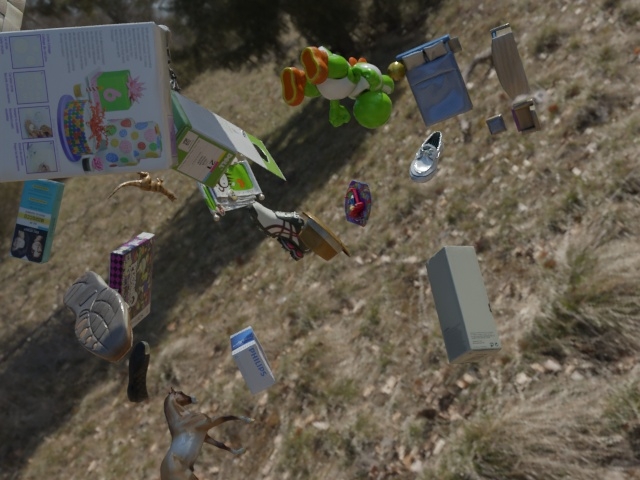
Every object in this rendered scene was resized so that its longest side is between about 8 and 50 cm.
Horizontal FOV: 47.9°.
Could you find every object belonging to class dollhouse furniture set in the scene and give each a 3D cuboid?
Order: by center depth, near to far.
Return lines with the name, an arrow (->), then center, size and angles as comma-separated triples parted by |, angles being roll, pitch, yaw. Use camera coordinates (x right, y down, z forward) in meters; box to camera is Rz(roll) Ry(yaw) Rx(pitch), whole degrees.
dollhouse furniture set -> 0.336, -0.338, 1.706 | 0.303, 0.286, 0.198 | -17, 17, 19

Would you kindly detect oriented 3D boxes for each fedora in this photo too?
fedora -> 0.000, 0.000, 2.101 | 0.079, 0.194, 0.194 | -46, 12, -2

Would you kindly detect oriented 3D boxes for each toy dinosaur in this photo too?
toy dinosaur -> -0.491, -0.159, 2.001 | 0.064, 0.212, 0.112 | -51, 48, 32

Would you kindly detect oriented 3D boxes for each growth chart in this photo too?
growth chart -> -0.256, -0.156, 1.999 | 0.021, 0.172, 0.237 | -33, -3, 38

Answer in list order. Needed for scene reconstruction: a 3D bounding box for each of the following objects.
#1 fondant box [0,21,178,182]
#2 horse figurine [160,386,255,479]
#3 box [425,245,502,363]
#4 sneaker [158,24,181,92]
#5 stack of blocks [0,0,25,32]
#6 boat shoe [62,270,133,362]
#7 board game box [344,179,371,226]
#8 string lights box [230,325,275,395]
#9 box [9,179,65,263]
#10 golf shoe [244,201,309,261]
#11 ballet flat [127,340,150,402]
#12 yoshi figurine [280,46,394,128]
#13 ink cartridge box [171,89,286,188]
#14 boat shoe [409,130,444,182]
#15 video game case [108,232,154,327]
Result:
fondant box -> -0.418, -0.226, 1.202 | 0.096, 0.330, 0.238 | -93, -1, -81
horse figurine -> -0.225, 0.398, 1.315 | 0.066, 0.175, 0.263 | 118, 167, -48
box -> 0.348, 0.157, 1.773 | 0.113, 0.094, 0.275 | 129, 137, -57
sneaker -> -0.409, -0.413, 1.874 | 0.105, 0.115, 0.281 | -24, -57, -81
stack of blocks -> -0.718, -0.383, 1.483 | 0.171, 0.087, 0.297 | -14, 63, 24
boat shoe -> -0.449, 0.170, 1.534 | 0.123, 0.116, 0.324 | -41, 34, -6
board game box -> 0.102, -0.116, 2.226 | 0.169, 0.033, 0.133 | 25, 112, 61
string lights box -> -0.201, 0.347, 2.115 | 0.077, 0.133, 0.260 | -27, 7, -6
box -> -0.839, -0.061, 2.134 | 0.060, 0.101, 0.244 | -83, 7, -85
golf shoe -> -0.121, -0.056, 2.223 | 0.120, 0.273, 0.105 | -45, 37, 7
ballet flat -> -0.429, 0.312, 1.723 | 0.057, 0.049, 0.173 | 36, 123, 39
yoshi figurine -> 0.079, -0.398, 1.962 | 0.204, 0.362, 0.203 | 31, 113, 41
ink cartridge box -> -0.217, -0.185, 1.480 | 0.097, 0.255, 0.189 | -52, 38, 15
boat shoe -> 0.327, -0.263, 2.232 | 0.226, 0.083, 0.075 | -62, -27, -48
video game case -> -0.493, 0.115, 1.878 | 0.210, 0.042, 0.232 | -59, -23, -74
